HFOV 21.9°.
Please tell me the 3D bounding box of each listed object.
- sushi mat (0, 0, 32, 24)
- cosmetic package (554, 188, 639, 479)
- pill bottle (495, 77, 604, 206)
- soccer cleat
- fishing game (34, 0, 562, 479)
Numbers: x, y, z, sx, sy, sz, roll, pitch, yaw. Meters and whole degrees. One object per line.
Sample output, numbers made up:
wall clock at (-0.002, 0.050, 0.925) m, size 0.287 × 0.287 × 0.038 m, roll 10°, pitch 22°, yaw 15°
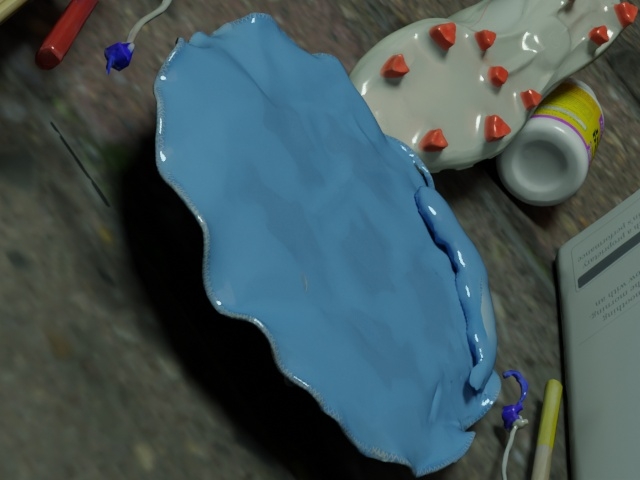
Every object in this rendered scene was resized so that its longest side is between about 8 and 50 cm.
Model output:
sushi mat at (-0.141, -0.103, 0.430) m, size 0.151 × 0.019 × 0.316 m, roll 62°, pitch 36°, yaw -21°
cosmetic package at (0.224, 0.098, 0.685) m, size 0.224 × 0.138 × 0.225 m, roll 37°, pitch 33°, yaw -21°
pill bottle at (0.113, -0.051, 0.798) m, size 0.043 × 0.043 × 0.083 m, roll 46°, pitch 30°, yaw -7°
soccer cleat at (0.069, -0.075, 0.755) m, size 0.196 × 0.076 × 0.068 m, roll -32°, pitch 97°, yaw -41°
fishing game at (0.000, 0.000, 0.593) m, size 0.264 × 0.041 × 0.189 m, roll 48°, pitch 29°, yaw -20°
